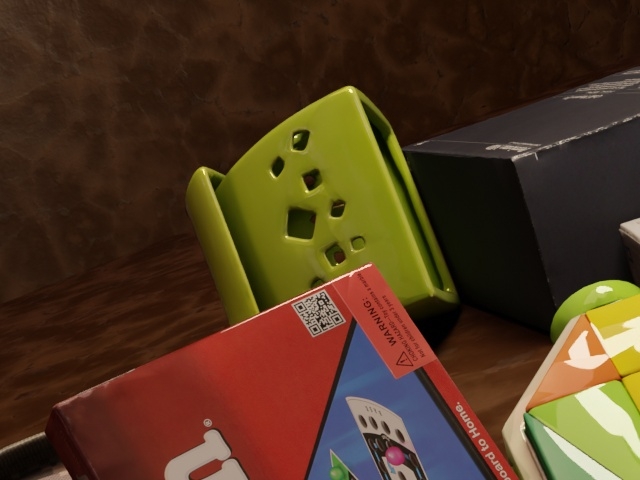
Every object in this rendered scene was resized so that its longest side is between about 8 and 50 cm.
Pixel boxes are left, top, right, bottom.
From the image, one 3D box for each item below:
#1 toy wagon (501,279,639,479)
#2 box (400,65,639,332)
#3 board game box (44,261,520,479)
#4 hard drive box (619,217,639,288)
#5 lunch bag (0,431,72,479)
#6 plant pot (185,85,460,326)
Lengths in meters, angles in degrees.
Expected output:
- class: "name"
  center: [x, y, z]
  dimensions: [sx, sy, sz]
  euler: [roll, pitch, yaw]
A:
- class: "toy wagon"
  center: [0.191, 0.109, 0.623]
  dimensions: [0.344, 0.068, 0.267]
  euler: [-18, 39, -1]
- class: "box"
  center: [0.292, -0.057, 1.419]
  dimensions: [0.312, 0.179, 0.343]
  euler: [-19, 9, -11]
- class: "board game box"
  center: [0.035, 0.149, 0.479]
  dimensions: [0.145, 0.281, 0.027]
  euler: [-24, -20, -29]
- class: "hard drive box"
  center: [0.363, 0.019, 1.125]
  dimensions: [0.181, 0.089, 0.232]
  euler: [-18, 9, 3]
- class: "lunch bag"
  center: [-0.121, 0.187, 0.608]
  dimensions: [0.287, 0.169, 0.235]
  euler: [-20, -22, -9]
- class: "plant pot"
  center: [0.000, 0.000, 1.406]
  dimensions: [0.207, 0.228, 0.227]
  euler: [-23, -10, 9]
